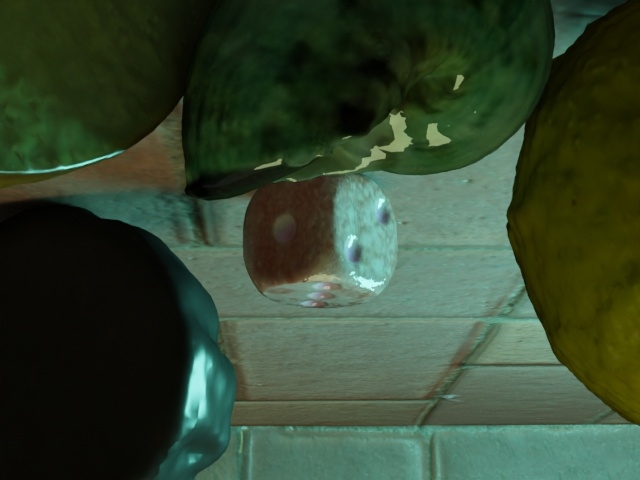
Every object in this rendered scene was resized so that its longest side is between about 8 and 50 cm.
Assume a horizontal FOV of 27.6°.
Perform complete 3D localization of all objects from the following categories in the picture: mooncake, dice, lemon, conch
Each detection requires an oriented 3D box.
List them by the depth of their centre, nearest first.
[{"bbox_3d":[0.023,-0.087,0.621,0.176,0.122,0.188,-44,158,19],"label":"conch"},{"bbox_3d":[0.237,-0.011,0.689,0.268,0.268,0.322,-6,164,21],"label":"lemon"},{"bbox_3d":[0.000,0.000,1.021,0.093,0.094,0.091,-10,163,36],"label":"dice"},{"bbox_3d":[-0.207,0.117,1.090,0.283,0.283,0.141,-4,169,14],"label":"mooncake"}]

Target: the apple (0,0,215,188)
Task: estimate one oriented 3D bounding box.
[{"bbox_3d":[-0.201,-0.118,0.529,0.179,0.254,0.346,-50,145,14],"label":"apple"}]
